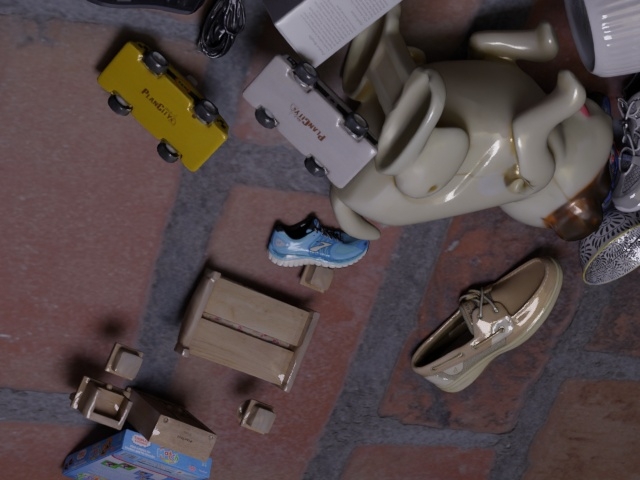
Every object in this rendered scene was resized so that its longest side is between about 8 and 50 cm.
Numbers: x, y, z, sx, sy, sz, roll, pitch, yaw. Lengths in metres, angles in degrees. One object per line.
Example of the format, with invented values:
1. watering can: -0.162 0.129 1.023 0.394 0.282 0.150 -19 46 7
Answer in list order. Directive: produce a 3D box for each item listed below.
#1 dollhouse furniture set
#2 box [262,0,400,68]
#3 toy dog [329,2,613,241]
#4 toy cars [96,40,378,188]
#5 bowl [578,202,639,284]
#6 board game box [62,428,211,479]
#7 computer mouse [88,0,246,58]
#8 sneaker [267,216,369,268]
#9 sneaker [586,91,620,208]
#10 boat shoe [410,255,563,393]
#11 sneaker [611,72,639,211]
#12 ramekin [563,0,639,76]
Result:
1. dollhouse furniture set: -0.196 0.142 1.897 0.303 0.174 0.356 24 86 -26
2. box: 0.015 -0.335 1.610 0.170 0.130 0.091 -37 126 8
3. toy dog: 0.242 -0.124 1.727 0.407 0.284 0.395 8 119 -23
4. toy cars: -0.106 -0.181 1.632 0.393 0.087 0.176 7 115 13
5. bowl: 0.485 -0.009 1.976 0.170 0.080 0.170 -24 151 -14
6. board game box: -0.300 0.368 1.945 0.160 0.039 0.211 25 145 -29
7. computer mouse: -0.215 -0.354 1.571 0.272 0.072 0.188 8 117 -35
8. sneaker: 0.000 0.000 1.859 0.162 0.063 0.073 -3 119 -16
9. sneaker: 0.437 -0.140 1.906 0.087 0.083 0.221 -21 130 -22
10. boat shoe: 0.276 0.132 2.003 0.098 0.109 0.302 31 114 -32
11. sneaker: 0.493 -0.183 1.851 0.115 0.105 0.281 18 88 -19
12. ramekin: 0.416 -0.329 1.699 0.109 0.207 0.207 -16 125 4
